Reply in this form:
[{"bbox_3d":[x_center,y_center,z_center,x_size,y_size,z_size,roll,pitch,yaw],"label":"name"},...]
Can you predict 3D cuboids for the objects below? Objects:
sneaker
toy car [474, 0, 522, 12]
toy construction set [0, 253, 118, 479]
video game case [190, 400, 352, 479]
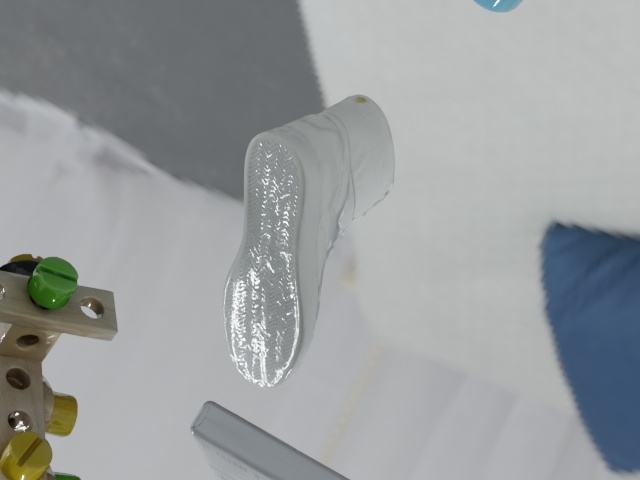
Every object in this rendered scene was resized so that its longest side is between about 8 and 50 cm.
[{"bbox_3d":[0.000,0.000,1.814,0.108,0.169,0.292,31,130,26],"label":"sneaker"},{"bbox_3d":[0.264,-0.366,1.873,0.219,0.238,0.210,-50,57,52],"label":"toy car"},{"bbox_3d":[-0.210,0.155,1.463,0.309,0.257,0.237,32,122,-9],"label":"toy construction set"},{"bbox_3d":[0.045,0.261,1.659,0.329,0.036,0.300,28,166,10],"label":"video game case"}]
